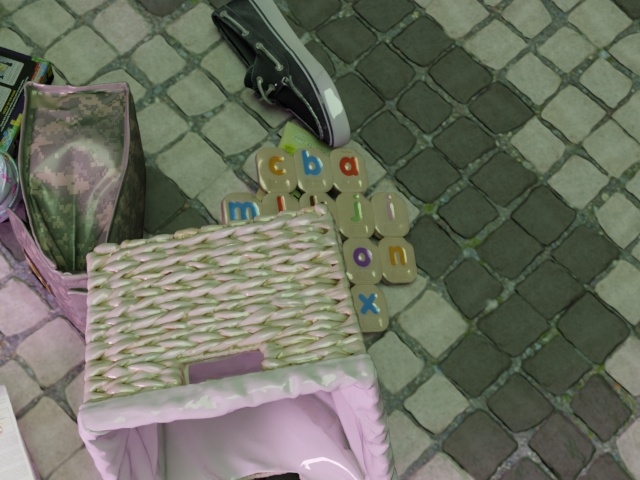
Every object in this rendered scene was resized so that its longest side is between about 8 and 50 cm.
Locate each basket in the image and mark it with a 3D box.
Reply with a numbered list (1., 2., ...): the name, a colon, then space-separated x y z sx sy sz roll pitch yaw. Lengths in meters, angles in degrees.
1. basket: -0.094 0.173 1.415 0.328 0.331 0.266 -11 50 1

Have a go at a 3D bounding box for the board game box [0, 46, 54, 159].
1. board game box: -0.490 -0.203 1.716 0.141 0.048 0.170 18 67 4

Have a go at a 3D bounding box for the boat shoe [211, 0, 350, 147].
1. boat shoe: -0.064 -0.248 1.750 0.102 0.108 0.301 -27 70 -16

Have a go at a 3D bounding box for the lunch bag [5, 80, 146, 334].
1. lunch bag: -0.319 -0.030 1.559 0.169 0.235 0.287 -1 66 -4

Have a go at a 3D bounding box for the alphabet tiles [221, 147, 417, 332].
1. alphabet tiles: 0.000 0.000 1.658 0.284 0.021 0.277 -1 72 -23

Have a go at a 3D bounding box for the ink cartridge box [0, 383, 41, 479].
1. ink cartridge box: -0.444 0.294 1.504 0.145 0.045 0.179 -19 75 -9

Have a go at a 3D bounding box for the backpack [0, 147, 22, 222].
1. backpack: -0.503 -0.080 1.610 0.182 0.115 0.151 11 90 -2

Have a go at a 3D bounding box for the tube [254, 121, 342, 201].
1. tube: -0.058 -0.064 1.701 0.070 0.062 0.240 48 57 -34

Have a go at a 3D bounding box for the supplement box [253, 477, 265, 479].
1. supplement box: -0.091 0.296 1.554 0.055 0.043 0.083 39 68 10
